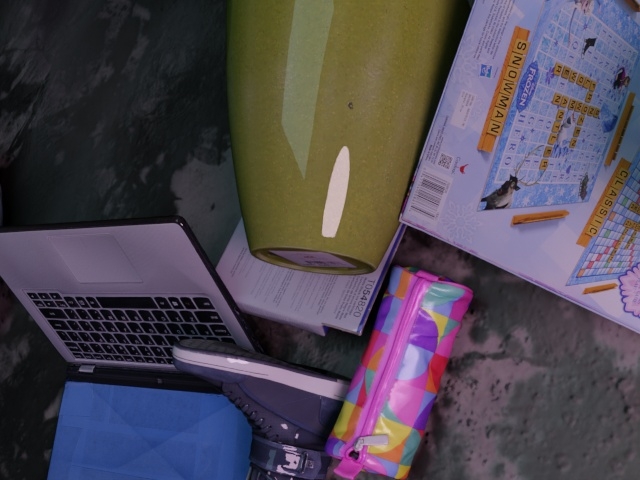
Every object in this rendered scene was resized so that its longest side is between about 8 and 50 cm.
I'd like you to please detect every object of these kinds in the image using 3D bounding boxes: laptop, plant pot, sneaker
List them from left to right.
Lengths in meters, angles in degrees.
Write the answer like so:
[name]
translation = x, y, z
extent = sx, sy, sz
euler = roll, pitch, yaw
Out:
[laptop]
translation = -0.276, 0.203, 1.063
extent = 0.382, 0.407, 0.236
euler = -2, 39, 33
[sneaker]
translation = -0.076, 0.205, 0.935
extent = 0.086, 0.226, 0.163
euler = 16, 86, 66
[plant pot]
translation = 0.014, -0.118, 0.923
extent = 0.275, 0.275, 0.293
euler = -1, 76, 34

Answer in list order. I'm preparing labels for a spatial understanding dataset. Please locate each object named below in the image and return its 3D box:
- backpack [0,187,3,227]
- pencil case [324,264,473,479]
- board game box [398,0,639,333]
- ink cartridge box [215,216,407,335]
[backpack]
translation = -0.661, 0.013, 1.403
extent = 0.290, 0.273, 0.355
euler = -33, 36, 18
[pencil case]
translation = 0.085, 0.144, 0.916
extent = 0.104, 0.104, 0.236
euler = 15, 81, 37
[board game box]
translation = 0.266, -0.099, 0.776
extent = 0.318, 0.066, 0.318
euler = 28, 115, 22
[ink cartridge box]
translation = 0.000, 0.000, 1.025
extent = 0.224, 0.045, 0.223
euler = 13, 67, 31
